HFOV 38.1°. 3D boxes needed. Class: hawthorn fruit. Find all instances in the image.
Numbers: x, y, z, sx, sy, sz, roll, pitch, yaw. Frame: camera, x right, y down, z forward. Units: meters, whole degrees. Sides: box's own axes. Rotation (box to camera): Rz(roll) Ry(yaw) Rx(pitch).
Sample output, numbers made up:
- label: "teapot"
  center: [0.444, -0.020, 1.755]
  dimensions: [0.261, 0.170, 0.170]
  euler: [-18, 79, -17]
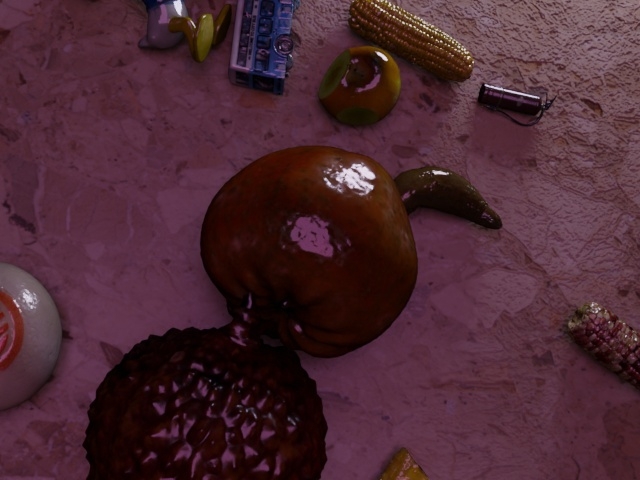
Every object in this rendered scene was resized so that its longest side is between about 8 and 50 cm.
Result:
- label: "hawthorn fruit"
  center: [0.000, 0.000, 1.698]
  dimensions: [0.402, 0.403, 0.403]
  euler: [1, 79, -6]

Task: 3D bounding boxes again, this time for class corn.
- label: "corn"
  center: [0.624, 0.232, 1.850]
  dimensions: [0.290, 0.098, 0.098]
  euler: [35, 78, -2]
- label: "corn"
  center: [0.187, -0.416, 1.924]
  dimensions: [0.291, 0.101, 0.101]
  euler: [30, 78, -4]

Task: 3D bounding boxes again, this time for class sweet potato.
- label: "sweet potato"
  center: [0.214, -0.087, 1.863]
  dimensions: [0.310, 0.098, 0.124]
  euler: [0, 102, -8]

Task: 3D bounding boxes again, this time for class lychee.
- label: "lychee"
  center: [-0.184, 0.323, 1.567]
  dimensions: [0.424, 0.424, 0.500]
  euler: [16, 106, -3]

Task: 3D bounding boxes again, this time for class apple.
- label: "apple"
  center: [0.081, -0.316, 1.863]
  dimensions: [0.163, 0.147, 0.146]
  euler: [7, 78, -3]

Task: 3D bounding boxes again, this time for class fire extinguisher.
- label: "fire extinguisher"
  center: [0.411, -0.286, 1.950]
  dimensions: [0.157, 0.045, 0.078]
  euler: [12, 107, -5]

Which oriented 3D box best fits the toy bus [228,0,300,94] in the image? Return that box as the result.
- label: "toy bus"
  center: [-0.109, -0.457, 1.892]
  dimensions: [0.131, 0.106, 0.297]
  euler: [7, 77, -3]

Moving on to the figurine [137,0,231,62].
- label: "figurine"
  center: [-0.350, -0.525, 1.839]
  dimensions: [0.338, 0.204, 0.284]
  euler: [14, 104, 9]

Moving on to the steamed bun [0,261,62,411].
- label: "steamed bun"
  center: [-0.615, 0.172, 1.680]
  dimensions: [0.283, 0.177, 0.283]
  euler: [1, 79, -5]

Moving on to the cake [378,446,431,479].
- label: "cake"
  center: [0.199, 0.480, 1.778]
  dimensions: [0.184, 0.080, 0.116]
  euler: [18, 65, 7]
